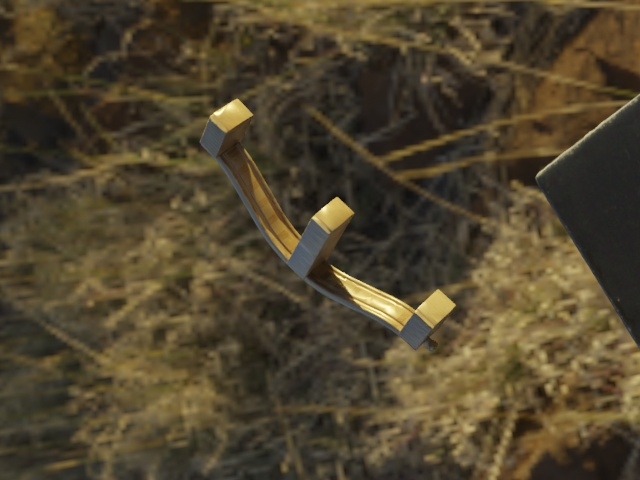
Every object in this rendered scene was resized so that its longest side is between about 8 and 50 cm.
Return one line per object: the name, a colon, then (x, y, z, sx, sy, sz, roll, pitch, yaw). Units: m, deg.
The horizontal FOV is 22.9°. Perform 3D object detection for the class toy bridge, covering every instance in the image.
toy bridge: (0.000, 0.000, 0.942, 0.188, 0.026, 0.063, 44, 147, 9)

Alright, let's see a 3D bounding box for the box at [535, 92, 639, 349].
box: (0.346, 0.081, 1.016, 0.179, 0.312, 0.343, -39, 52, 18)
